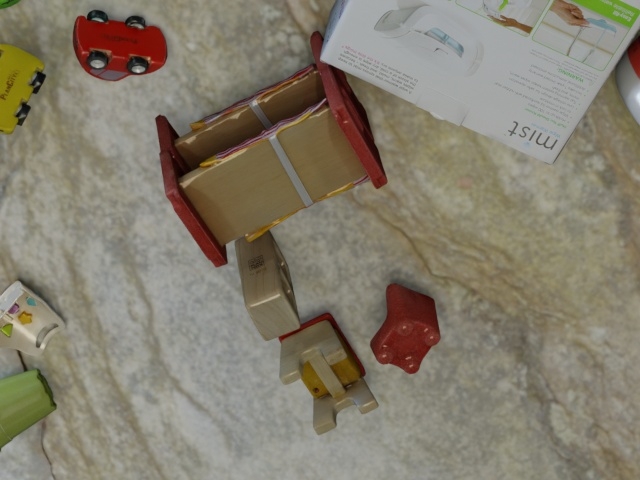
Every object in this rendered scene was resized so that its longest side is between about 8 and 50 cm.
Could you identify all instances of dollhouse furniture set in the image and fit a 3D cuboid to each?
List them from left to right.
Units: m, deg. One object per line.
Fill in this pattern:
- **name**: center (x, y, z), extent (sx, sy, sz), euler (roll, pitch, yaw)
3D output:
- **dollhouse furniture set**: center (0.000, 0.000, 1.593), extent (0.201, 0.152, 0.374), euler (-25, 125, 8)

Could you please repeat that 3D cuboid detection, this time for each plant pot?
- **plant pot**: center (-0.338, 0.181, 1.677), extent (0.079, 0.083, 0.083), euler (-26, 108, -5)

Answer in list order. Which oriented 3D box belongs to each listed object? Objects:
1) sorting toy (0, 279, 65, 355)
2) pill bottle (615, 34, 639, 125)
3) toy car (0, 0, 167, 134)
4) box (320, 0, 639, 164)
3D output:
- **sorting toy**: center (-0.323, 0.090, 1.660), extent (0.075, 0.045, 0.083), euler (38, 105, -20)
- **pill bottle**: center (0.447, -0.216, 1.447), extent (0.181, 0.181, 0.323), euler (35, 118, -12)
- **toy car**: center (-0.300, -0.220, 1.513), extent (0.225, 0.239, 0.053), euler (53, 142, 8)
- **box**: center (0.166, -0.235, 1.472), extent (0.261, 0.127, 0.231), euler (23, 123, -8)
